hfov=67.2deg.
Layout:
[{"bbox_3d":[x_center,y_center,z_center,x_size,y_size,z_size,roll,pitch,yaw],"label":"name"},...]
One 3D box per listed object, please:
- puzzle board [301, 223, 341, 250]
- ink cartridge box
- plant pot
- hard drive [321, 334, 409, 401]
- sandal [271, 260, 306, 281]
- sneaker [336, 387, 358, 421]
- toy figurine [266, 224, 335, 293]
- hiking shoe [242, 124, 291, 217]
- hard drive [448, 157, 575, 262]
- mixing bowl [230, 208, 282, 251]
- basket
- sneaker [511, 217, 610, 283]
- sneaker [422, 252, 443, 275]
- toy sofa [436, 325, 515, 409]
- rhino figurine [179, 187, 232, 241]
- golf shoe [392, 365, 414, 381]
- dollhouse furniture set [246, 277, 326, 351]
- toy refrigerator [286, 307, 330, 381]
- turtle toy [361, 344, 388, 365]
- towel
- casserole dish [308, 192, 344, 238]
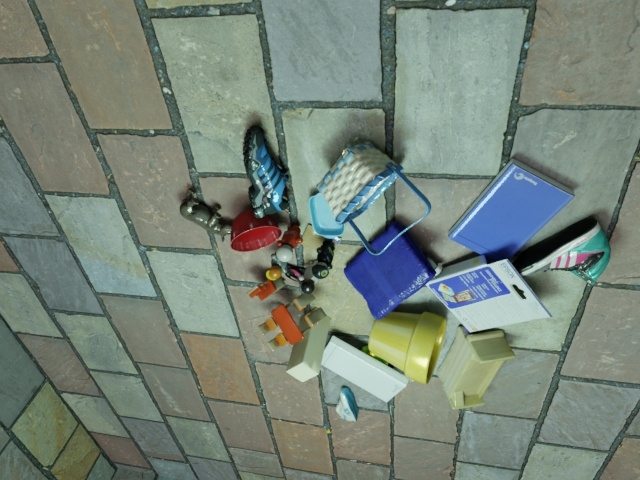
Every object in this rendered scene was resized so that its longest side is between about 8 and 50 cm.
[{"bbox_3d":[0.000,0.000,1.704,0.128,0.011,0.096,23,130,-5],"label":"puzzle board"},{"bbox_3d":[0.567,0.180,1.635,0.307,0.072,0.303,-25,120,39],"label":"ink cartridge box"},{"bbox_3d":[0.319,0.373,1.795,0.238,0.254,0.254,16,134,24],"label":"plant pot"},{"bbox_3d":[0.169,0.545,2.029,0.352,0.047,0.233,29,143,4],"label":"hard drive"},{"bbox_3d":[-0.106,0.125,1.817,0.179,0.040,0.067,22,131,-4],"label":"sandal"},{"bbox_3d":[0.116,0.783,2.285,0.092,0.087,0.229,-1,127,19],"label":"sneaker"},{"bbox_3d":[-0.071,0.077,1.682,0.212,0.148,0.210,25,139,-8],"label":"toy figurine"},{"bbox_3d":[-0.169,-0.221,1.523,0.131,0.113,0.304,-11,125,-14],"label":"hiking shoe"},{"bbox_3d":[0.568,-0.076,1.464,0.210,0.040,0.319,26,131,-7],"label":"hard drive"},{"bbox_3d":[-0.232,-0.045,1.648,0.181,0.098,0.181,-17,160,-7],"label":"mixing bowl"},{"bbox_3d":[0.153,-0.128,1.405,0.254,0.201,0.289,-43,78,39],"label":"basket"},{"bbox_3d":[0.759,0.074,1.492,0.178,0.124,0.295,46,125,-11],"label":"sneaker"},{"bbox_3d":[0.298,0.106,1.673,0.234,0.078,0.106,-27,112,31],"label":"sneaker"},{"bbox_3d":[0.597,0.490,1.886,0.150,0.177,0.363,-4,133,-14],"label":"toy sofa"},{"bbox_3d":[-0.389,-0.075,1.706,0.243,0.073,0.106,35,126,-16],"label":"rhino figurine"},{"bbox_3d":[0.326,0.564,2.071,0.176,0.069,0.086,-18,97,28],"label":"golf shoe"},{"bbox_3d":[-0.153,0.273,1.822,0.262,0.135,0.259,-39,81,36],"label":"dollhouse furniture set"},{"bbox_3d":[-0.040,0.407,1.884,0.094,0.270,0.102,38,128,-20],"label":"toy refrigerator"},{"bbox_3d":[0.231,0.471,2.000,0.130,0.066,0.095,5,136,13],"label":"turtle toy"},{"bbox_3d":[0.232,0.104,1.635,0.228,0.076,0.308,55,133,14],"label":"towel"},{"bbox_3d":[0.024,-0.090,1.604,0.114,0.037,0.189,1,130,14],"label":"casserole dish"}]
